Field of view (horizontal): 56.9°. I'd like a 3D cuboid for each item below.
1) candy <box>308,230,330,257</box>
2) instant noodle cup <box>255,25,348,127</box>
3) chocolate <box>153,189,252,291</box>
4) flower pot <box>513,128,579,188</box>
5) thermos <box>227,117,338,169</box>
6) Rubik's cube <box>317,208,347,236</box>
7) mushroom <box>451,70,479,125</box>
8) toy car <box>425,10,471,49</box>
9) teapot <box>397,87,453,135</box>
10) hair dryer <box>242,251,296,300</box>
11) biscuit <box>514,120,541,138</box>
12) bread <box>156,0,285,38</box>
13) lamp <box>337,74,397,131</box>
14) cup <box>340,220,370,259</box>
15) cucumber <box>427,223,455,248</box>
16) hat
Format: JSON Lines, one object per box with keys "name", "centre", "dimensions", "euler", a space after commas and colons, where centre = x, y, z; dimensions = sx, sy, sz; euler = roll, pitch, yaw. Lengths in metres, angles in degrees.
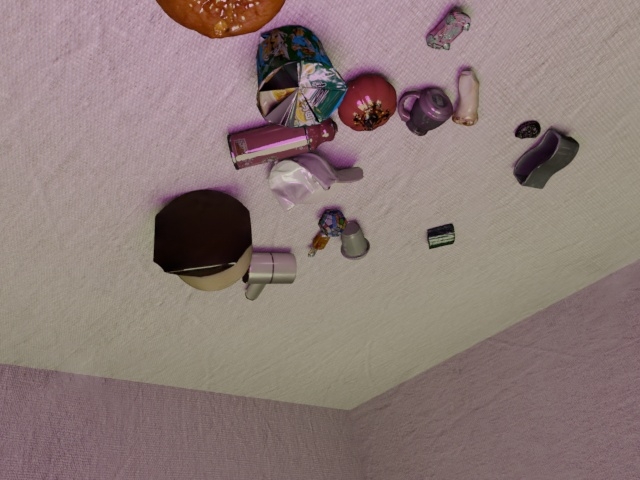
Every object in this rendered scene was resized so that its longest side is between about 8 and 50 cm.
{"name": "candy", "centre": [0.000, 0.000, 2.331], "dimensions": [0.053, 0.046, 0.182], "euler": [10, 135, -26]}
{"name": "instant noodle cup", "centre": [-0.067, -0.436, 1.551], "dimensions": [0.240, 0.178, 0.240], "euler": [-9, 146, -6]}
{"name": "chocolate", "centre": [-0.370, 0.032, 2.000], "dimensions": [0.314, 0.326, 0.297], "euler": [-10, 142, -2]}
{"name": "flower pot", "centre": [0.811, -0.292, 2.126], "dimensions": [0.108, 0.103, 0.229], "euler": [8, 140, -29]}
{"name": "thermos", "centre": [-0.106, -0.298, 1.802], "dimensions": [0.330, 0.109, 0.136], "euler": [-14, 146, 1]}
{"name": "Rubik's cube", "centre": [0.045, -0.066, 2.207], "dimensions": [0.111, 0.093, 0.111], "euler": [-11, 145, -8]}
{"name": "mushroom", "centre": [0.450, -0.442, 1.822], "dimensions": [0.084, 0.071, 0.209], "euler": [13, 148, 19]}
{"name": "toy car", "centre": [0.346, -0.573, 1.604], "dimensions": [0.069, 0.055, 0.142], "euler": [9, 154, -28]}
{"name": "teapot", "centre": [0.314, -0.388, 1.815], "dimensions": [0.148, 0.116, 0.146], "euler": [0, 155, -25]}
{"name": "hair dryer", "centre": [-0.245, 0.166, 2.441], "dimensions": [0.203, 0.128, 0.362], "euler": [1, 151, -22]}
{"name": "biscuit", "centre": [0.717, -0.376, 2.039], "dimensions": [0.087, 0.027, 0.089], "euler": [-35, 141, 28]}
{"name": "bread", "centre": [-0.220, -0.591, 1.291], "dimensions": [0.312, 0.172, 0.312], "euler": [-5, 144, -4]}
{"name": "lamp", "centre": [0.138, -0.392, 1.722], "dimensions": [0.182, 0.140, 0.182], "euler": [-13, 148, -8]}
{"name": "cup", "centre": [0.130, -0.002, 2.317], "dimensions": [0.120, 0.120, 0.141], "euler": [-13, 137, 1]}
{"name": "cucumber", "centre": [0.505, -0.007, 2.479], "dimensions": [0.115, 0.062, 0.116], "euler": [-11, 145, 4]}
{"name": "hat", "centre": [-0.005, -0.223, 1.941], "dimensions": [0.301, 0.168, 0.258], "euler": [-18, 178, -38]}
